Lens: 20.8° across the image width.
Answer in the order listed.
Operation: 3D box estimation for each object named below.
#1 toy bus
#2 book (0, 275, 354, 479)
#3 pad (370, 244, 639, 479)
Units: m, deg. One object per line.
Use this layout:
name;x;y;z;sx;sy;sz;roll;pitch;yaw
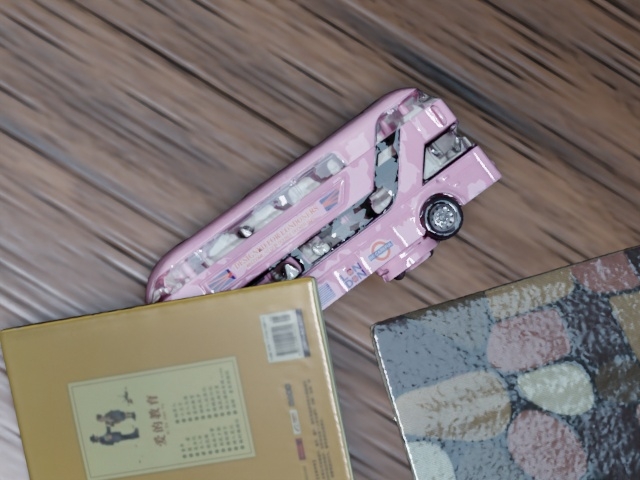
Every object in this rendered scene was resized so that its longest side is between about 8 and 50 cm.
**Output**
toy bus;0.000;0.000;0.947;0.203;0.063;0.090;-36;89;-13
book;-0.074;0.089;0.901;0.172;0.012;0.118;-10;94;11
pad;0.158;0.091;0.993;0.235;0.003;0.158;-15;85;-13
